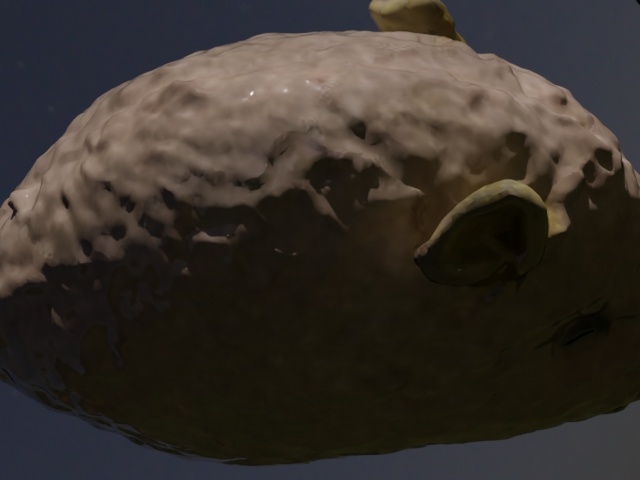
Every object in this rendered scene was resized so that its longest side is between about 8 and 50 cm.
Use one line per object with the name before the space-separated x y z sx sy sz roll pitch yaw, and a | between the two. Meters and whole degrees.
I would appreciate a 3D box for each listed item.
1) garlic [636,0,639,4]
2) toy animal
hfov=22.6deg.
garlic | 0.062 -0.172 0.328 0.245 0.160 0.245 -57 16 25
toy animal | -0.007 0.000 0.737 0.358 0.188 0.226 -6 -39 -5
